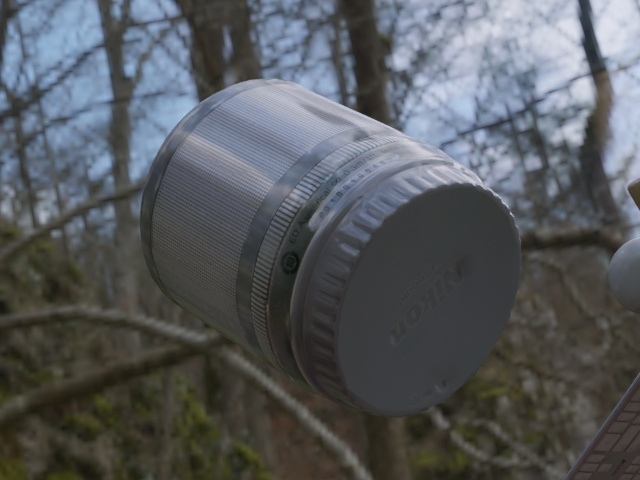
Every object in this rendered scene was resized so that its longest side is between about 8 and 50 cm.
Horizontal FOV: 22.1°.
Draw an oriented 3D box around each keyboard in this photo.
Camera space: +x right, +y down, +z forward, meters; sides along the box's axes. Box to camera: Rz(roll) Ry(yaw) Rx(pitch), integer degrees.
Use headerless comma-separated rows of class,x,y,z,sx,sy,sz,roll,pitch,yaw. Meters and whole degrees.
keyboard,0.230,0.117,1.111,0.072,0.014,0.256,1,-42,-23

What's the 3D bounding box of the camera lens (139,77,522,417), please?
camera lens,0.000,0.000,1.345,0.219,0.274,0.219,-19,-58,-34

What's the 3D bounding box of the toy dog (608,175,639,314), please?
toy dog,0.387,-0.009,1.589,0.161,0.333,0.220,-35,-73,24
